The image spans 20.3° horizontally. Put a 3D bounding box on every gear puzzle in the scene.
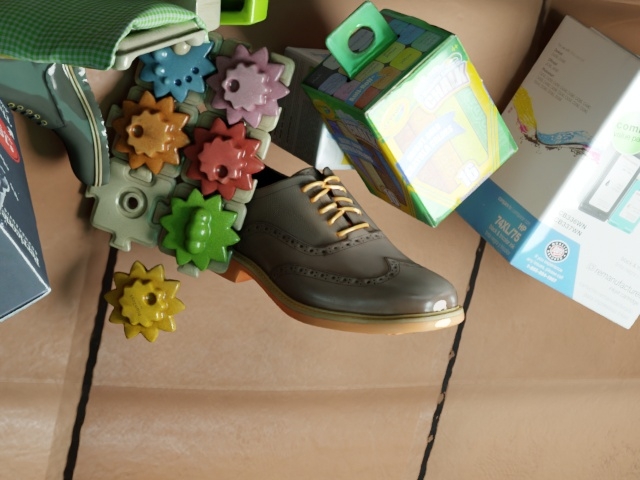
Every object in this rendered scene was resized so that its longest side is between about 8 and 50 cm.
[{"bbox_3d":[-0.157,-0.055,1.845,0.175,0.044,0.339,20,101,8],"label":"gear puzzle"}]

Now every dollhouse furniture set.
[{"bbox_3d":[-0.194,-0.252,1.607,0.301,0.197,0.151,-32,122,-61],"label":"dollhouse furniture set"}]

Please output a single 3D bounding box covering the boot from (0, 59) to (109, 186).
[{"bbox_3d":[-0.296,-0.131,1.781,0.137,0.077,0.198,-22,108,-18],"label":"boot"}]

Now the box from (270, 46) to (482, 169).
[{"bbox_3d":[0.062,-0.143,1.978,0.203,0.103,0.114,-1,110,-32],"label":"box"}]

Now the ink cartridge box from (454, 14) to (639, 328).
[{"bbox_3d":[0.323,-0.082,2.082,0.198,0.197,0.270,27,101,-28],"label":"ink cartridge box"}]

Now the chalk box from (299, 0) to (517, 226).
[{"bbox_3d":[0.082,-0.145,1.841,0.132,0.132,0.213,-43,126,-12],"label":"chalk box"}]

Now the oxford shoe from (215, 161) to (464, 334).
[{"bbox_3d":[0.000,0.000,1.840,0.130,0.363,0.133,-13,116,-46],"label":"oxford shoe"}]

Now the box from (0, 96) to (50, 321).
[{"bbox_3d":[-0.406,-0.112,1.535,0.179,0.312,0.343,-29,127,4],"label":"box"}]
